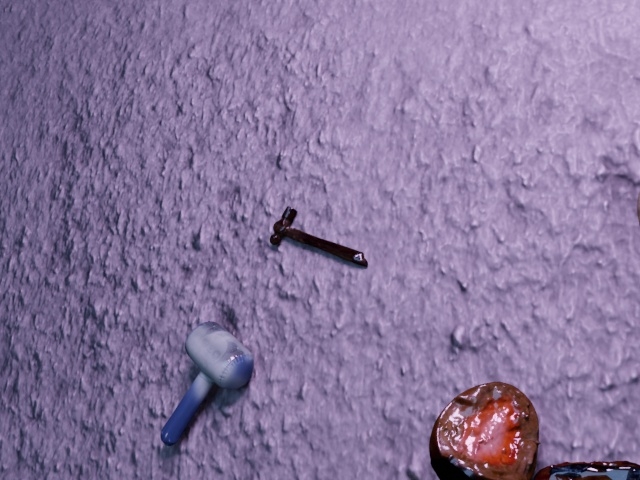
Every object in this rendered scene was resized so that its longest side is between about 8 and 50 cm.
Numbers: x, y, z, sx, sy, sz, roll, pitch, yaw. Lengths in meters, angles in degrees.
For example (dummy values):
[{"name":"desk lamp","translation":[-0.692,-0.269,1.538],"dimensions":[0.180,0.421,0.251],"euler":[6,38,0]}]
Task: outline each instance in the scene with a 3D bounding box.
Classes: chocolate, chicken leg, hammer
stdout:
[{"name":"chocolate","translation":[0.196,0.233,0.961],"dimensions":[0.133,0.124,0.127],"euler":[-37,9,-19]},{"name":"chicken leg","translation":[0.274,0.307,0.927],"dimensions":[0.253,0.051,0.106],"euler":[-27,65,23]},{"name":"hammer","translation":[-0.183,0.222,1.231],"dimensions":[0.116,0.069,0.194],"euler":[36,97,35]},{"name":"hammer","translation":[0.000,0.000,1.230],"dimensions":[0.178,0.021,0.065],"euler":[21,82,35]}]

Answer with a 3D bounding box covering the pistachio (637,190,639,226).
[{"name":"pistachio","translation":[0.437,-0.075,0.939],"dimensions":[0.124,0.124,0.185],"euler":[40,100,36]}]
